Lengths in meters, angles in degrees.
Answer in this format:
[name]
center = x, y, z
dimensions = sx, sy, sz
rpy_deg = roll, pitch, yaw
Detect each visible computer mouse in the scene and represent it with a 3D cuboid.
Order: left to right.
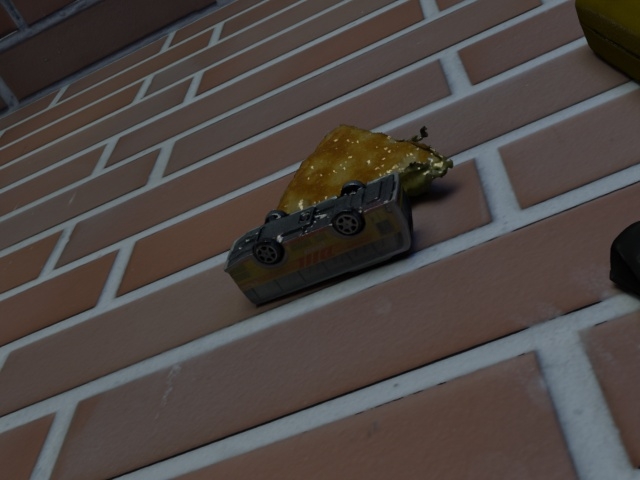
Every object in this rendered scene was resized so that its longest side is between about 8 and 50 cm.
[computer mouse]
center = 0.348, 0.019, 0.834
dimensions = 0.099, 0.057, 0.172
rpy_deg = -22, 29, -2

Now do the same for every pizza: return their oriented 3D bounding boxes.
[pizza]
center = 0.069, -0.082, 1.261
dimensions = 0.288, 0.075, 0.280
rpy_deg = 0, 44, 41

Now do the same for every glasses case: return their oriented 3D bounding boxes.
[glasses case]
center = 0.491, -0.318, 1.171
dimensions = 0.173, 0.141, 0.371
rpy_deg = -26, 28, 6

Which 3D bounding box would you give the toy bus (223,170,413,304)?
[toy bus]
center = 0.000, 0.000, 1.147
dimensions = 0.268, 0.106, 0.092
rpy_deg = -21, 29, 21
